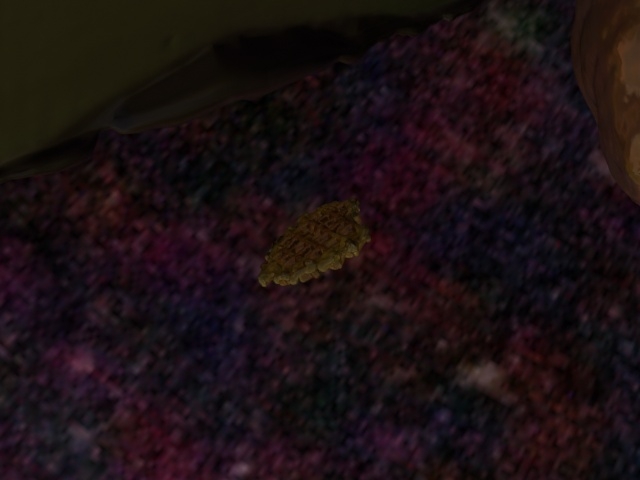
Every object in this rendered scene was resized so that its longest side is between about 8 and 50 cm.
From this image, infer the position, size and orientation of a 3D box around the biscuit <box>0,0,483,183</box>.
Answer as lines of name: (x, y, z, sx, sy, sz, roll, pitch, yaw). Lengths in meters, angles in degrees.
biscuit: (-0.013, -0.096, 0.566, 0.038, 0.322, 0.099, 34, 135, 38)

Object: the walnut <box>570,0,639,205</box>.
walnut: (0.266, -0.134, 1.015, 0.285, 0.285, 0.296, 14, 101, 17)

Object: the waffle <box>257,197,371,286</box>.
waffle: (-0.002, 0.000, 1.159, 0.078, 0.085, 0.016, -23, 112, 17)
